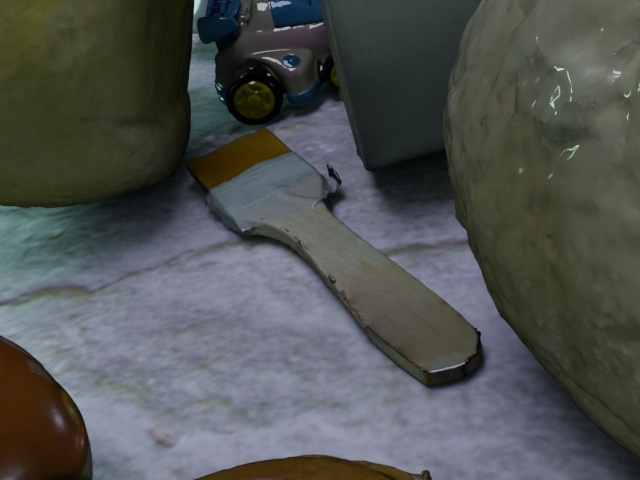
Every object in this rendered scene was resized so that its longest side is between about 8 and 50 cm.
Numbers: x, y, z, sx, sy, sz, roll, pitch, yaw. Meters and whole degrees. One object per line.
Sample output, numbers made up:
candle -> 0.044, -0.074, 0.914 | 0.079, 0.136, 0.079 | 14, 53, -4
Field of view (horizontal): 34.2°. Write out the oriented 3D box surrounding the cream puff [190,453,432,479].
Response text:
cream puff -> -0.016, 0.148, 0.353 | 0.165, 0.115, 0.150 | -3, 27, 40

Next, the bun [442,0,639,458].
bun -> 0.200, -0.076, 0.412 | 0.352, 0.227, 0.349 | 4, 58, 55

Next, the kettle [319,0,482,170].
kettle -> 0.174, -0.221, 0.629 | 0.376, 0.361, 0.250 | -12, 73, 4

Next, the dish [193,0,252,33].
dish -> -0.042, -0.273, 1.011 | 0.229, 0.081, 0.229 | -14, 21, 6

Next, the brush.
brush -> 0.000, 0.000, 0.661 | 0.085, 0.020, 0.336 | -26, 33, -13

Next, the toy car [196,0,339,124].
toy car -> -0.020, -0.173, 0.861 | 0.161, 0.098, 0.126 | -14, 34, 10

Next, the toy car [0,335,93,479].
toy car -> -0.226, 0.093, 0.448 | 0.235, 0.235, 0.145 | -36, 36, -26

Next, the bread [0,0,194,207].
bread -> -0.213, -0.174, 0.774 | 0.237, 0.320, 0.320 | 2, 31, -8
